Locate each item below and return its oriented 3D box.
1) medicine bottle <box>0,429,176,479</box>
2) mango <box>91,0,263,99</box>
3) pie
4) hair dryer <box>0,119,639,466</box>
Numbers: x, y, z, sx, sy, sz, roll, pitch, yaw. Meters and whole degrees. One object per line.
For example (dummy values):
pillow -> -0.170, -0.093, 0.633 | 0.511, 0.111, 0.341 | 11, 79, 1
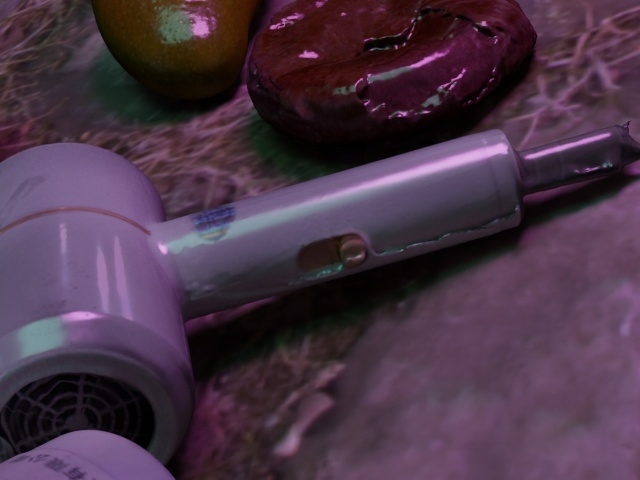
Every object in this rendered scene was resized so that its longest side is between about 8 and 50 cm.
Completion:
medicine bottle -> -0.146, 0.147, 0.411 | 0.095, 0.095, 0.260 | 2, 17, 33
mango -> -0.098, -0.181, 0.929 | 0.136, 0.099, 0.227 | -11, 43, 6
pie -> 0.039, -0.116, 0.792 | 0.182, 0.049, 0.182 | -12, 34, 8
hair dryer -> 0.000, 0.000, 0.626 | 0.357, 0.107, 0.173 | -17, 36, -2
